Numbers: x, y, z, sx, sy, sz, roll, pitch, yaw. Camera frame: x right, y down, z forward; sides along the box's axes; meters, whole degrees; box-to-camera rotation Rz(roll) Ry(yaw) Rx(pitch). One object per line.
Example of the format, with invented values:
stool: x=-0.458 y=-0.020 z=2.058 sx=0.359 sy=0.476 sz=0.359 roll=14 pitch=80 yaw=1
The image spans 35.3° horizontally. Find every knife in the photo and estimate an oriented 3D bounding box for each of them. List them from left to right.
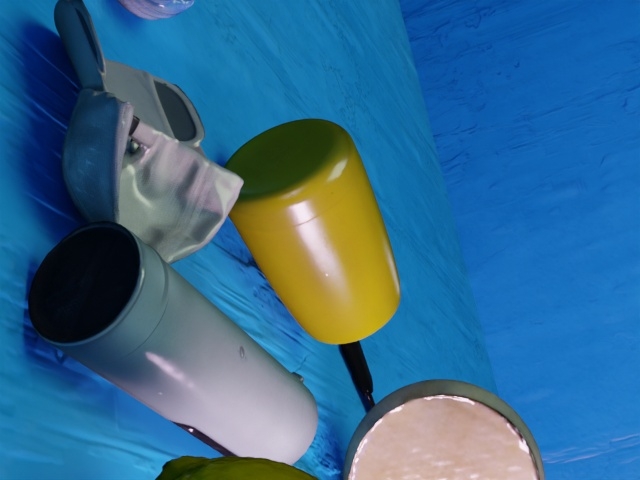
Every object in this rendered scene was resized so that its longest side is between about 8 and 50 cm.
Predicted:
knife: x=0.079 y=0.245 z=1.529 sx=0.060 sy=0.028 sz=0.230 roll=-95 pitch=165 yaw=-76

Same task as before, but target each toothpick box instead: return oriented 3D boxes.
toothpick box: x=0.000 y=0.000 z=1.260 sx=0.175 sy=0.175 sz=0.271 roll=-87 pitch=156 yaw=-52

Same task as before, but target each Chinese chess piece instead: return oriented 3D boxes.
Chinese chess piece: x=0.156 y=0.306 z=1.281 sx=0.104 sy=0.257 sz=0.257 roll=-17 pitch=89 yaw=-85

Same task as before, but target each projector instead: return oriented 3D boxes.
projector: x=-0.113 y=0.106 z=0.881 sx=0.337 sy=0.108 sz=0.108 roll=50 pitch=26 yaw=-52

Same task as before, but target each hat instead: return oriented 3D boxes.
hat: x=-0.192 y=-0.095 z=0.904 sx=0.226 sy=0.164 sz=0.219 roll=35 pitch=-2 yaw=28

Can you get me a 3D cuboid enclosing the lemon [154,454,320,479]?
lemon: x=-0.051 y=0.279 z=0.677 sx=0.236 sy=0.236 sz=0.263 roll=39 pitch=52 yaw=-62

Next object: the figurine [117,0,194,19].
figurine: x=-0.186 y=-0.283 z=1.112 sx=0.114 sy=0.079 sz=0.114 roll=28 pitch=1 yaw=-1
